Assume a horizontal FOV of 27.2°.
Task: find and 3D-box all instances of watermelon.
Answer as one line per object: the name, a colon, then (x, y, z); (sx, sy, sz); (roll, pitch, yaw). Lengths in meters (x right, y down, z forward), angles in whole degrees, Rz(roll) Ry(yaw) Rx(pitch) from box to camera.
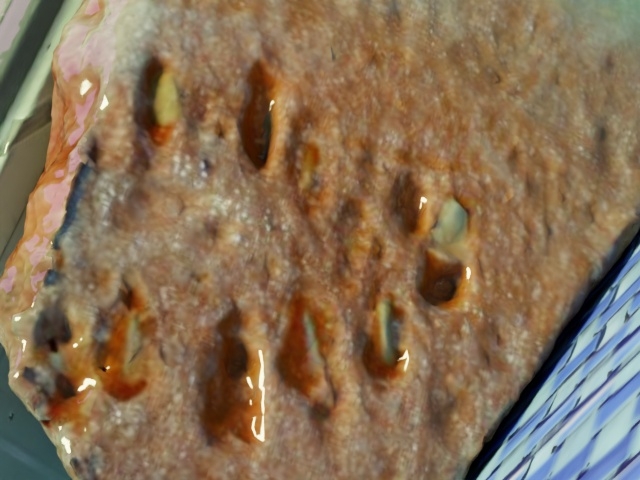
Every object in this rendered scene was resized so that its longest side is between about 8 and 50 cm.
watermelon: (0.000, 0.000, 0.395); (0.256, 0.193, 0.140); (-66, 6, -33)

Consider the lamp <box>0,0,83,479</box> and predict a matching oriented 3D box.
lamp: (-0.059, 0.011, 0.491); (0.266, 0.047, 0.269); (54, -128, -55)
